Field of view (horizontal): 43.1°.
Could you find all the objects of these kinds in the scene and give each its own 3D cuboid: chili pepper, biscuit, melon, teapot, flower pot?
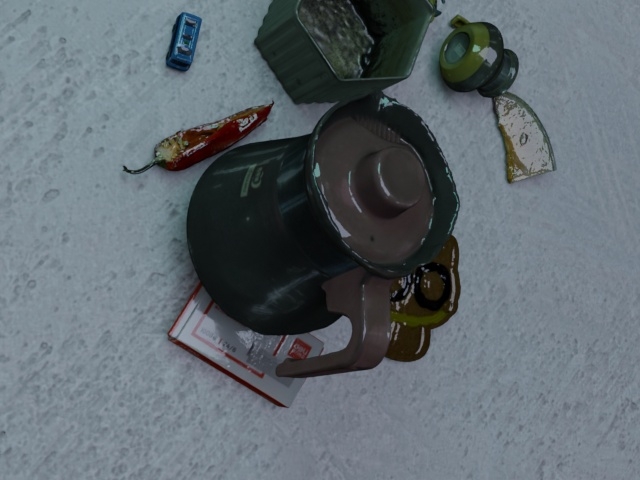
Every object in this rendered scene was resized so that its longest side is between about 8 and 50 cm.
[{"bbox_3d":[-0.181,-0.153,1.261,0.268,0.059,0.050,-29,137,-26],"label":"chili pepper"},{"bbox_3d":[0.157,0.064,1.400,0.209,0.041,0.290,11,83,-24],"label":"biscuit"},{"bbox_3d":[0.377,-0.205,1.519,0.098,0.054,0.182,-13,92,-9],"label":"melon"},{"bbox_3d":[0.000,0.000,1.123,0.306,0.362,0.376,11,69,-30],"label":"teapot"},{"bbox_3d":[0.034,-0.338,1.289,0.239,0.190,0.209,-8,91,-23],"label":"flower pot"},{"bbox_3d":[0.277,-0.331,1.444,0.119,0.130,0.165,20,46,-36],"label":"teapot"}]

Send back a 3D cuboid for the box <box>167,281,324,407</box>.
[{"bbox_3d":[-0.117,0.155,1.266,0.229,0.050,0.123,36,73,-18],"label":"box"}]

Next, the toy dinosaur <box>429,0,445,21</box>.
[{"bbox_3d":[0.142,-0.506,1.407,0.153,0.094,0.259,7,76,-24],"label":"toy dinosaur"}]

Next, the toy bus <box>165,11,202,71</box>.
[{"bbox_3d":[-0.211,-0.307,1.255,0.038,0.046,0.083,15,80,-22],"label":"toy bus"}]
